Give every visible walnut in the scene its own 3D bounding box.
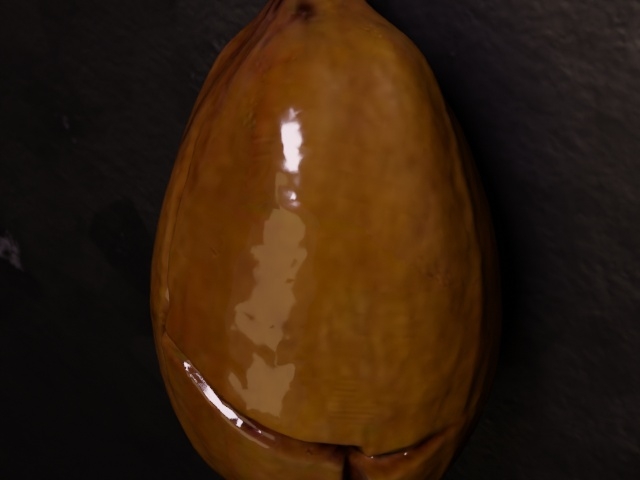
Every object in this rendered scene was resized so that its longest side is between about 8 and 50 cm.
[{"bbox_3d":[0.000,0.000,0.746,0.209,0.209,0.336,8,110,31],"label":"walnut"}]
